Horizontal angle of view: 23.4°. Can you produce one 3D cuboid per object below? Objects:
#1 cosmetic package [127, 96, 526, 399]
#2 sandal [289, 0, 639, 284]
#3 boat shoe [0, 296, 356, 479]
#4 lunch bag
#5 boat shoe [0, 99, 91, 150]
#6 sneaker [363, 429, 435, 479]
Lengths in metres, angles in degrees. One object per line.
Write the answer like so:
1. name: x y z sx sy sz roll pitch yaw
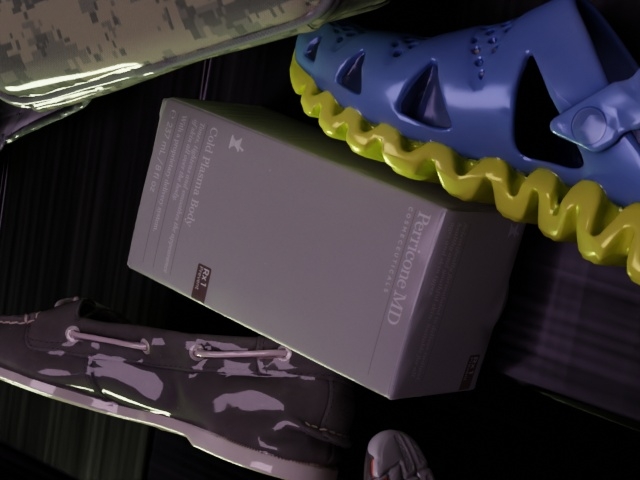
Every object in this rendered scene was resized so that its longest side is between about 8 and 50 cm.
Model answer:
1. cosmetic package: 0.000 0.000 0.987 0.238 0.107 0.127 23 104 39
2. sandal: 0.125 -0.078 0.879 0.317 0.126 0.138 24 104 26
3. boat shoe: -0.116 0.085 1.091 0.335 0.112 0.095 14 84 32
4. lunch bag: -0.063 -0.221 0.928 0.305 0.256 0.212 -13 100 37
5. boat shoe: -0.288 -0.097 1.203 0.306 0.113 0.104 -17 68 29
6. sneaker: 0.038 0.201 0.998 0.065 0.061 0.157 -7 88 45
